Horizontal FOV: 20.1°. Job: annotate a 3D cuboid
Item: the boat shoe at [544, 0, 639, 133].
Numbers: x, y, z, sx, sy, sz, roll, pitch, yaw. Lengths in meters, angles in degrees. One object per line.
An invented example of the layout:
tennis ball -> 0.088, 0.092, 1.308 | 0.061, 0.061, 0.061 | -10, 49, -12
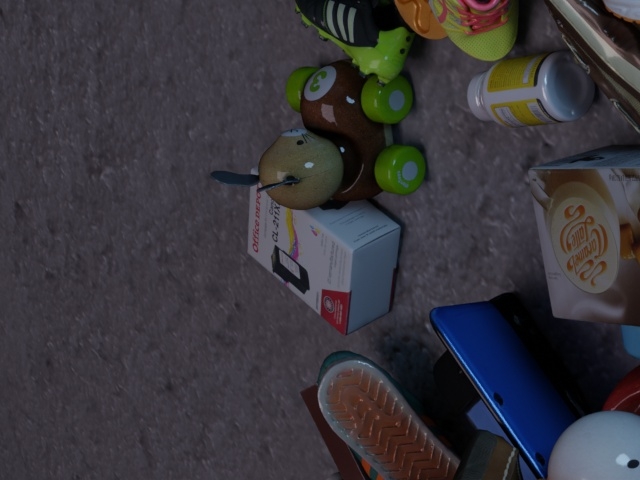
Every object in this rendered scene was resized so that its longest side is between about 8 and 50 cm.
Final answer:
boat shoe -> 0.233, -0.185, 1.530 | 0.257, 0.095, 0.095 | 56, 152, 16

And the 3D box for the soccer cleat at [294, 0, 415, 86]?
soccer cleat -> 0.036, -0.221, 1.819 | 0.072, 0.060, 0.179 | -58, 45, 13

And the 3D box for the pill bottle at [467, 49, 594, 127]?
pill bottle -> 0.188, -0.136, 1.643 | 0.116, 0.065, 0.065 | -2, 108, 54

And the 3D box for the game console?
game console -> 0.191, 0.213, 1.756 | 0.293, 0.173, 0.250 | 56, 144, 15

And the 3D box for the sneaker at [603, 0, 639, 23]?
sneaker -> 0.327, -0.231, 1.384 | 0.262, 0.099, 0.121 | 3, 105, 45

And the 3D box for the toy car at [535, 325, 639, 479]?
toy car -> 0.289, 0.196, 1.550 | 0.210, 0.238, 0.219 | 15, 122, 50

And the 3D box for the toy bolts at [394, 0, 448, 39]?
toy bolts -> 0.057, -0.287, 1.648 | 0.228, 0.158, 0.218 | -30, 85, 56

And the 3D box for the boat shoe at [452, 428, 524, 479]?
boat shoe -> 0.172, 0.287, 1.676 | 0.120, 0.122, 0.324 | 16, 147, 13

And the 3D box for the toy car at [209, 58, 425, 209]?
toy car -> -0.016, -0.092, 1.842 | 0.155, 0.188, 0.149 | 12, 119, 51

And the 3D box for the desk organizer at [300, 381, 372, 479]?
desk organizer -> 0.031, 0.219, 2.096 | 0.130, 0.047, 0.050 | 64, 149, 4

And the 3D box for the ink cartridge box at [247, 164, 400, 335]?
ink cartridge box -> 0.000, 0.000, 1.976 | 0.175, 0.072, 0.127 | 39, 141, 34

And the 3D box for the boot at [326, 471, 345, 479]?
boot -> 0.052, 0.364, 2.148 | 0.086, 0.069, 0.190 | 22, 135, 38

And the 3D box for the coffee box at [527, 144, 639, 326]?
coffee box -> 0.291, -0.005, 1.512 | 0.246, 0.098, 0.141 | 5, 109, 62

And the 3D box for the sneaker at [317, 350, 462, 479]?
sneaker -> 0.103, 0.242, 1.975 | 0.302, 0.108, 0.121 | 56, -174, -8

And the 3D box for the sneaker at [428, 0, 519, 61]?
sneaker -> 0.135, -0.221, 1.587 | 0.208, 0.081, 0.094 | 64, -172, -50
